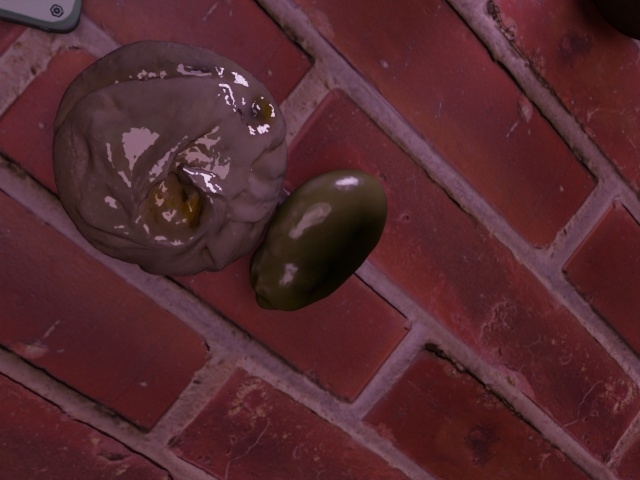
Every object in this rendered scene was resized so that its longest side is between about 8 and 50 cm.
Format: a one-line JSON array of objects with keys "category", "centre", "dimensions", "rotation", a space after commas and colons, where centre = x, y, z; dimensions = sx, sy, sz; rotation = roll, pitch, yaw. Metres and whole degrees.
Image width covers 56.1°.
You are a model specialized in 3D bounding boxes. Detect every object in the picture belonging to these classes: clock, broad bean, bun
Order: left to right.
[{"category": "clock", "centre": [-0.409, -0.410, 0.847], "dimensions": [0.159, 0.066, 0.211], "rotation": [12, 96, -21]}, {"category": "bun", "centre": [-0.213, -0.116, 0.893], "dimensions": [0.365, 0.219, 0.365], "rotation": [-5, 104, -21]}, {"category": "broad bean", "centre": [0.000, 0.000, 1.006], "dimensions": [0.291, 0.119, 0.238], "rotation": [-41, 144, -18]}]

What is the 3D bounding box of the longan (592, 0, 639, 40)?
[{"category": "longan", "centre": [0.627, -0.520, 1.068], "dimensions": [0.319, 0.319, 0.319], "rotation": [-4, 102, -19]}]
